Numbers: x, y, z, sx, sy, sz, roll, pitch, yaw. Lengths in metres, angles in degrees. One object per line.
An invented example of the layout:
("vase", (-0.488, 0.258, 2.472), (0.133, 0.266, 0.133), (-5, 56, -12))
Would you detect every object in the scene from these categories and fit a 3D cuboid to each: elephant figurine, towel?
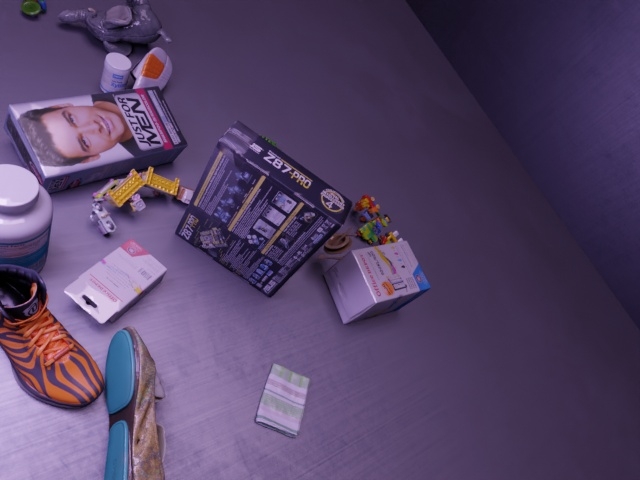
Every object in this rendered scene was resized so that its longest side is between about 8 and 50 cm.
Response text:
("elephant figurine", (-0.632, -0.658, 1.440), (0.239, 0.186, 0.169), (-42, 130, -34))
("towel", (-0.087, 0.386, 1.132), (0.113, 0.023, 0.151), (29, 47, -15))

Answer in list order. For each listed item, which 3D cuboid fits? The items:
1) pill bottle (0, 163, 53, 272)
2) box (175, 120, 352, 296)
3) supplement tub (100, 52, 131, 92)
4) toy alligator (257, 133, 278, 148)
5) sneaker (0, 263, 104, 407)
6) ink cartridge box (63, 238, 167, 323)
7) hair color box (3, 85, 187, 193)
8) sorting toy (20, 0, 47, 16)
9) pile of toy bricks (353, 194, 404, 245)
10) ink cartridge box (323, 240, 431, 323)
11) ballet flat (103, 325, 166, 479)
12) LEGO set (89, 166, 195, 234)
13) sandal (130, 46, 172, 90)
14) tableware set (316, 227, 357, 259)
("pill bottle", (-0.608, -0.032, 0.908), (0.146, 0.264, 0.146), (18, 50, -23))
("box", (-0.157, -0.050, 1.136), (0.318, 0.395, 0.097), (33, 48, -9))
("supplement tub", (-0.593, -0.477, 1.345), (0.071, 0.107, 0.070), (18, 51, -23))
("toy alligator", (-0.175, -0.317, 1.551), (0.190, 0.051, 0.056), (20, 51, -21))
("sneaker", (-0.532, 0.176, 0.869), (0.321, 0.180, 0.124), (43, 46, -1))
("ink cartridge box", (-0.462, 0.100, 1.051), (0.115, 0.067, 0.198), (42, 44, -1))
("hair color box", (-0.556, -0.265, 1.188), (0.375, 0.114, 0.185), (-28, 91, -42))
("sorting toy", (-0.849, -0.698, 1.383), (0.061, 0.042, 0.101), (-1, 71, -17))
("pile of toy bricks", (0.171, -0.043, 1.573), (0.105, 0.118, 0.212), (-39, 102, -17))
("ink cartridge box", (0.166, 0.123, 1.387), (0.233, 0.168, 0.171), (-9, 66, -37))
("ballet flat", (-0.362, 0.346, 0.926), (0.123, 0.123, 0.348), (7, 55, -31))
("LEGO set", (-0.472, -0.122, 1.207), (0.287, 0.107, 0.132), (-32, 115, -48))
("sandal", (-0.535, -0.472, 1.396), (0.076, 0.102, 0.265), (5, 63, 22))
("tableware set", (0.000, 0.000, 1.364), (0.128, 0.194, 0.039), (-56, 138, -45))
